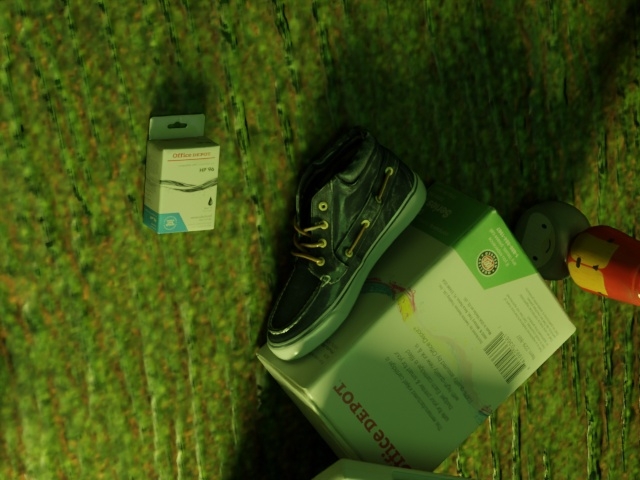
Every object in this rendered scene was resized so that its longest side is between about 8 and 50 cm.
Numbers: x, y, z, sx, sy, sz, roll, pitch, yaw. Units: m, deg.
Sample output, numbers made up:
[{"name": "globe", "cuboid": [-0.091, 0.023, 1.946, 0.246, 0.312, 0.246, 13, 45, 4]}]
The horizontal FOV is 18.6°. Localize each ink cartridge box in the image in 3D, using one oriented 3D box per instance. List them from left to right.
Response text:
[{"name": "ink cartridge box", "cuboid": [-0.103, -0.050, 1.456, 0.048, 0.028, 0.083, -6, 111, -30]}, {"name": "ink cartridge box", "cuboid": [0.078, 0.082, 1.579, 0.212, 0.093, 0.154, -45, 124, -11]}]

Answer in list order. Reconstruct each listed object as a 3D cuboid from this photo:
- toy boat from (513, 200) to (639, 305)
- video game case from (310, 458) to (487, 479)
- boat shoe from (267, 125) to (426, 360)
[{"name": "toy boat", "cuboid": [0.301, -0.079, 1.639, 0.318, 0.148, 0.267, -47, 131, -17]}, {"name": "video game case", "cuboid": [0.033, 0.234, 1.576, 0.183, 0.023, 0.201, 13, 143, -34]}, {"name": "boat shoe", "cuboid": [0.000, 0.000, 1.522, 0.083, 0.065, 0.183, 43, 77, -34]}]
